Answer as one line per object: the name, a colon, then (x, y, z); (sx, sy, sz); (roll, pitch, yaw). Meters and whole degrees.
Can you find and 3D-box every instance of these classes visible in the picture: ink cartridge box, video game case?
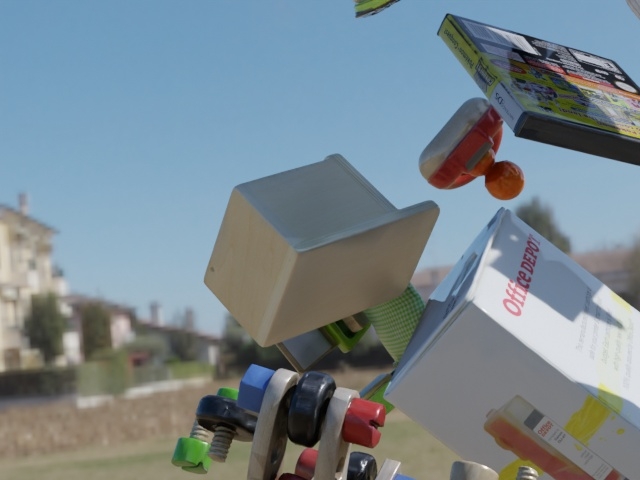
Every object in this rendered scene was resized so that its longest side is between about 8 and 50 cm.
ink cartridge box: (0.283, 0.174, 1.496); (0.160, 0.385, 0.279); (-51, 2, 25)
video game case: (0.304, -0.177, 1.696); (0.275, 0.035, 0.248); (10, 31, -28)

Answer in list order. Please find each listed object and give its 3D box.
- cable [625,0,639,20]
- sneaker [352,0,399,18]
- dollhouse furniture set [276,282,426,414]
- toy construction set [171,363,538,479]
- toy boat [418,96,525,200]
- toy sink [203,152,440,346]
cable: (0.540, -0.399, 1.969); (0.257, 0.257, 0.089); (-12, 1, 38)
sneaker: (0.133, -0.367, 1.533); (0.300, 0.121, 0.111); (-32, 7, 21)
dollhouse furniture set: (0.051, 0.148, 1.873); (0.151, 0.197, 0.301); (-38, -2, -18)
toy construction set: (0.017, 0.264, 1.120); (0.309, 0.237, 0.257); (20, -23, -5)
toy boat: (0.239, -0.118, 2.069); (0.151, 0.151, 0.231); (-49, -2, 6)
toy sink: (0.000, 0.000, 1.633); (0.234, 0.131, 0.153); (-19, -37, -39)
